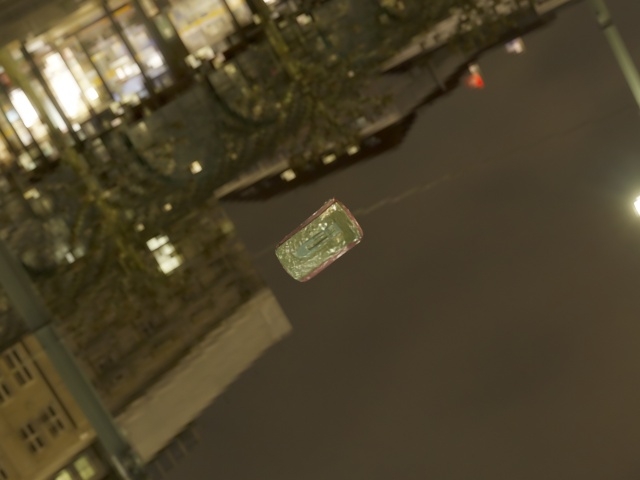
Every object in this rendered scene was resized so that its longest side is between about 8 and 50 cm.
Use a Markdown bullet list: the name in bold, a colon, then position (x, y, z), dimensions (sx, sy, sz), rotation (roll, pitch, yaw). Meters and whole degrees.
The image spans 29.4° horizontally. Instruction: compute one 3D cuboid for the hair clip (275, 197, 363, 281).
- **hair clip**: position (0.001, -0.001, 1.297), dimensions (0.022, 0.054, 0.137), rotation (-39, 180, -42)
